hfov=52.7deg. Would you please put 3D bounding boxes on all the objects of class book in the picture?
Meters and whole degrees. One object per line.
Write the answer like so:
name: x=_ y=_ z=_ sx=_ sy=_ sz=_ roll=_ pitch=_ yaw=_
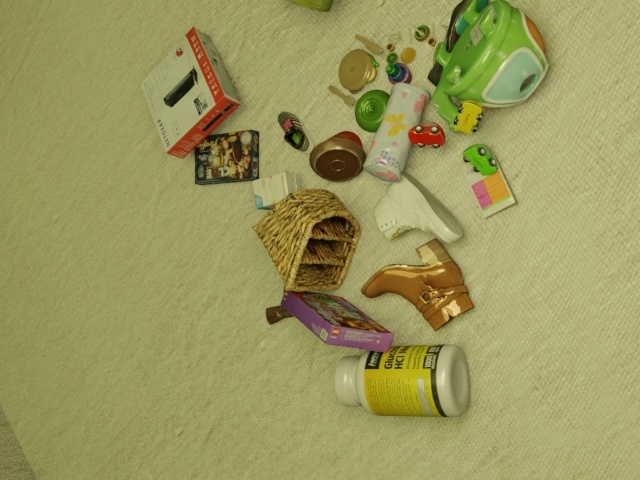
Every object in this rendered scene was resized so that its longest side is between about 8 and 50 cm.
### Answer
book: x=0.451 y=-0.143 z=1.723 sx=0.096 sy=0.035 sz=0.144 roll=-28 pitch=73 yaw=28

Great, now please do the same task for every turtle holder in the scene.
turtle holder: x=0.424 y=-0.425 z=1.627 sx=0.227 sy=0.243 sz=0.320 roll=24 pitch=96 yaw=-16

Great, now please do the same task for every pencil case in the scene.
pencil case: x=0.210 y=-0.296 z=1.779 sx=0.113 sy=0.124 sz=0.273 roll=18 pitch=79 yaw=14

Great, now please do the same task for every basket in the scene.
basket: x=0.000 y=0.000 z=1.824 sx=0.213 sy=0.299 sz=0.223 roll=-39 pitch=67 yaw=21

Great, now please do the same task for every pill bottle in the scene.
pill bottle: x=0.216 y=0.379 z=1.746 sx=0.334 sy=0.188 sz=0.188 roll=-8 pitch=84 yaw=29

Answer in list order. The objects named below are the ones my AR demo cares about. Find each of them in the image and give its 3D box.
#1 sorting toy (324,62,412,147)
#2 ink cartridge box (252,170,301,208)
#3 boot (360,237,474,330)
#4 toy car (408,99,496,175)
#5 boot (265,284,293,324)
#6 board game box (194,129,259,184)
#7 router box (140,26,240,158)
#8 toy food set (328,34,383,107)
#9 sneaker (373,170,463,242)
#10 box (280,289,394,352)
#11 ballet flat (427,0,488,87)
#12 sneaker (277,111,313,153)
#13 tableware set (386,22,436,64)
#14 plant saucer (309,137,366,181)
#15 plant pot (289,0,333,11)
sorting toy: x=0.118 y=-0.366 z=1.871 sx=0.127 sy=0.126 sz=0.365 roll=47 pitch=111 yaw=23
ink cartridge box: x=-0.125 y=-0.155 z=2.022 sx=0.143 sy=0.090 sz=0.092 roll=-12 pitch=82 yaw=28
boot: x=0.267 y=0.152 z=1.788 sx=0.283 sy=0.109 sz=0.220 roll=-31 pitch=77 yaw=18
toy car: x=0.376 y=-0.257 z=1.673 sx=0.239 sy=0.225 sz=0.053 roll=-21 pitch=34 yaw=52
boot: x=-0.136 y=0.204 z=2.047 sx=0.114 sy=0.037 sz=0.106 roll=-22 pitch=75 yaw=32
board game box: x=-0.316 y=-0.275 z=2.164 sx=0.243 sy=0.042 sz=0.165 roll=-2 pitch=87 yaw=30
router box: x=-0.451 y=-0.501 z=2.202 sx=0.301 sy=0.082 sz=0.335 roll=-38 pitch=62 yaw=23
toy food set: x=0.111 y=-0.508 z=1.937 sx=0.132 sy=0.038 sz=0.192 roll=44 pitch=114 yaw=32
sneaker: x=0.258 y=-0.047 z=1.773 sx=0.169 sy=0.108 sz=0.292 roll=-54 pitch=43 yaw=20
box: x=0.040 y=0.215 z=1.781 sx=0.293 sy=0.201 sz=0.057 roll=31 pitch=105 yaw=58
ballet flat: x=0.361 y=-0.554 z=1.761 sx=0.096 sy=0.095 sz=0.280 roll=29 pitch=102 yaw=40
sneaker: x=-0.088 y=-0.343 z=2.017 sx=0.063 sy=0.075 sz=0.170 roll=-42 pitch=69 yaw=22
tableware set: x=0.258 y=-0.563 z=1.856 sx=0.154 sy=0.024 sz=0.104 roll=-5 pitch=86 yaw=29
plant saucer: x=0.051 y=-0.226 z=1.885 sx=0.168 sy=0.168 sz=0.029 roll=-25 pitch=45 yaw=27
plant pot: x=-0.029 y=-0.874 z=1.876 sx=0.366 sy=0.366 sz=0.353 roll=32 pitch=115 yaw=27
